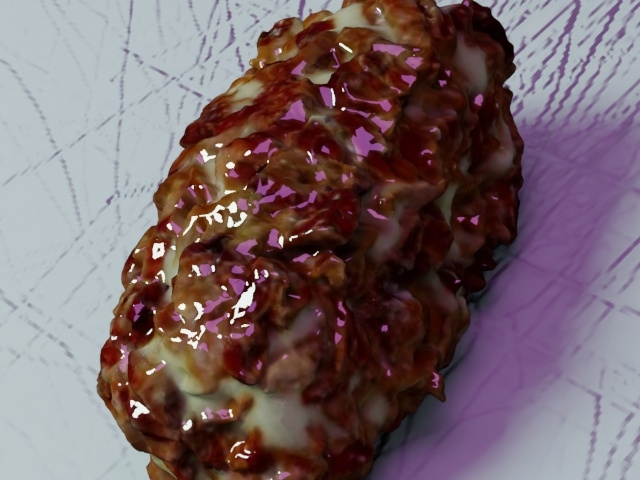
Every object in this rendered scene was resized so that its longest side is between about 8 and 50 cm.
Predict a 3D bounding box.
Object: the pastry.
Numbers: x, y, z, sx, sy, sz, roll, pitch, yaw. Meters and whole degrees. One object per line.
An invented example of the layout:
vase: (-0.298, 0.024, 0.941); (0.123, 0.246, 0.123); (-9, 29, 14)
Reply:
pastry: (-0.002, 0.000, 0.623); (0.115, 0.097, 0.208); (4, 48, 35)
